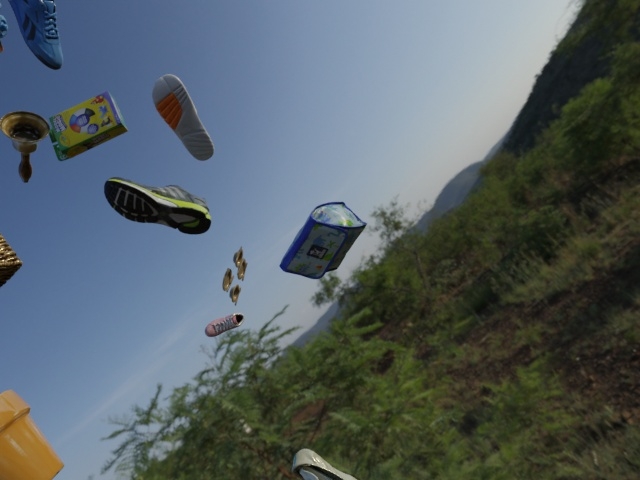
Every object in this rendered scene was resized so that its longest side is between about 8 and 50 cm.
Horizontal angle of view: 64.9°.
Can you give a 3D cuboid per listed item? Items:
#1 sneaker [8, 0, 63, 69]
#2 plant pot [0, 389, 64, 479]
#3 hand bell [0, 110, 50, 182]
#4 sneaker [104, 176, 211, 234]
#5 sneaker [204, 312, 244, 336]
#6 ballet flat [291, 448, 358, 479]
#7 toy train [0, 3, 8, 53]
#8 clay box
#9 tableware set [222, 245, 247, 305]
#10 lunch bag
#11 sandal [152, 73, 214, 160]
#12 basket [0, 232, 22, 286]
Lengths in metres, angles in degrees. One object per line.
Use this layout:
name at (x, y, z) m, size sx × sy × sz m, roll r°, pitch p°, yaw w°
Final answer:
sneaker at (-0.617, -0.490, 1.115) m, size 0.082 × 0.209 × 0.069 m, roll -16°, pitch 12°, yaw 18°
plant pot at (-0.620, 0.432, 0.981) m, size 0.205 × 0.188 × 0.205 m, roll -47°, pitch 4°, yaw 4°
hand bell at (-0.896, -0.259, 1.529) m, size 0.126 × 0.126 × 0.242 m, roll -34°, pitch -15°, yaw -43°
sneaker at (-0.455, -0.110, 1.426) m, size 0.111 × 0.300 × 0.121 m, roll -58°, pitch 23°, yaw 29°
sneaker at (-0.305, 0.268, 1.621) m, size 0.134 × 0.051 × 0.070 m, roll -20°, pitch -6°, yaw -29°
ballet flat at (0.032, 0.645, 1.322) m, size 0.086 × 0.248 × 0.086 m, roll -59°, pitch -10°, yaw -16°
toy train at (-0.628, -0.410, 0.902) m, size 0.184 × 0.080 × 0.105 m, roll 113°, pitch 165°, yaw -58°
clay box at (-0.696, -0.335, 1.484) m, size 0.222 × 0.127 × 0.053 m, roll -27°, pitch -18°, yaw -4°
tableware set at (-0.242, 0.099, 1.449) m, size 0.168 × 0.020 × 0.141 m, roll 85°, pitch -161°, yaw -63°
lunch bag at (0.000, 0.000, 0.970) m, size 0.151 × 0.096 × 0.128 m, roll -8°, pitch -44°, yaw -53°
sandal at (-0.409, -0.358, 1.494) m, size 0.102 × 0.265 × 0.076 m, roll -29°, pitch 28°, yaw -7°
basket at (-0.939, 0.042, 1.206) m, size 0.213 × 0.223 × 0.299 m, roll -40°, pitch -7°, yaw 13°
